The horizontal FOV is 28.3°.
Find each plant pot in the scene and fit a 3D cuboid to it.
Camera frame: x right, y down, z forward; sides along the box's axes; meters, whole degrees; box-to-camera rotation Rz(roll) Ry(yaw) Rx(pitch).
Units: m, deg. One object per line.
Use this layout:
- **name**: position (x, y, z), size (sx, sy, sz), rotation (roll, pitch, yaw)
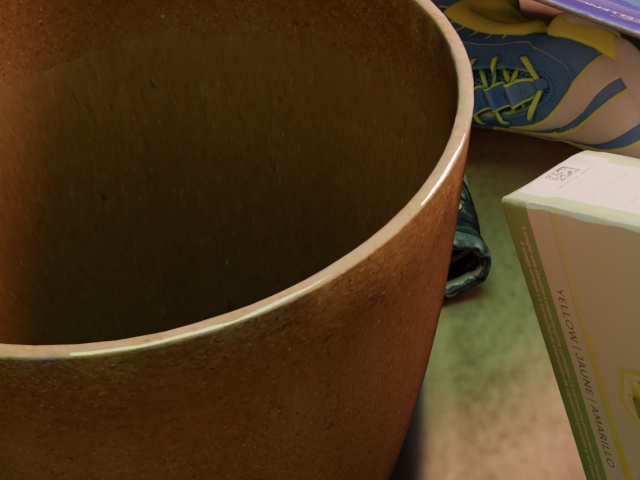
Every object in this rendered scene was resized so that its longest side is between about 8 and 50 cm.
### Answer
- **plant pot**: position (-0.052, 0.045, 0.515), size (0.237, 0.254, 0.237), rotation (-5, 42, 5)

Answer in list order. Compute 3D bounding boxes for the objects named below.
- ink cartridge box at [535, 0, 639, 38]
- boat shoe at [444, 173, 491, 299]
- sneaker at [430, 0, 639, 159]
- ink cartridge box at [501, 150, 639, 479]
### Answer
- **ink cartridge box**: position (0.145, -0.175, 0.741), size (0.304, 0.072, 0.307), rotation (26, 16, 23)
- **boat shoe**: position (0.000, 0.000, 0.699), size (0.183, 0.065, 0.083), rotation (-10, 40, -4)
- **sneaker**: position (0.103, -0.088, 0.774), size (0.126, 0.091, 0.240), rotation (-30, 33, -9)
- **ink cartridge box**: position (0.179, 0.063, 0.467), size (0.056, 0.171, 0.235), rotation (-29, 23, -22)
